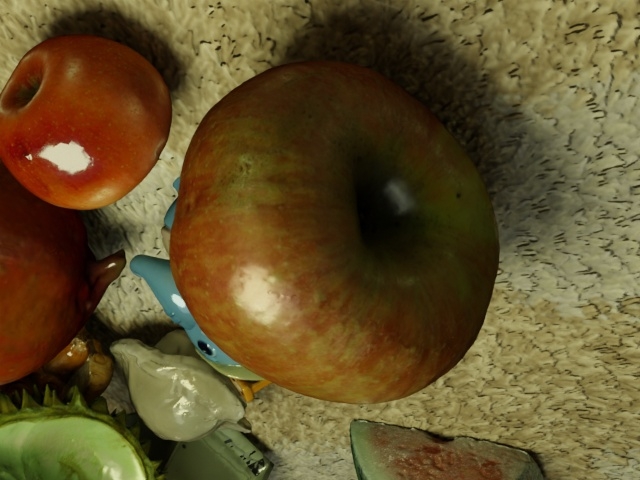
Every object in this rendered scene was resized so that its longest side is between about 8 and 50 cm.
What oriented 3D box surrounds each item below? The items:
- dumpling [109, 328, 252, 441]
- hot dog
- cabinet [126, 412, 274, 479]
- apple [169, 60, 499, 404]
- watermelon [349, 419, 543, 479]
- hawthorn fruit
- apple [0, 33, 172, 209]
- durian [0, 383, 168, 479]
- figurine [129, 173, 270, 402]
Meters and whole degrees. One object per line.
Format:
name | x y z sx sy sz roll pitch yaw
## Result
dumpling | -0.164 0.167 1.443 0.199 0.118 0.136 26 147 3
hot dog | -0.386 0.177 1.542 0.349 0.117 0.158 -34 89 46
cabinet | -0.197 0.312 1.605 0.206 0.150 0.145 -22 119 40
apple | 0.000 0.000 1.063 0.250 0.277 0.309 -10 118 55
watermelon | 0.161 0.310 1.469 0.262 0.201 0.213 47 166 47
hawthorn fruit | -0.391 0.030 1.293 0.311 0.295 0.295 20 148 -37
apple | -0.221 -0.110 1.126 0.139 0.163 0.163 36 140 -28
durian | -0.339 0.266 1.378 0.163 0.198 0.394 -21 144 40
figurine | -0.095 0.036 1.266 0.180 0.154 0.262 -5 117 42
